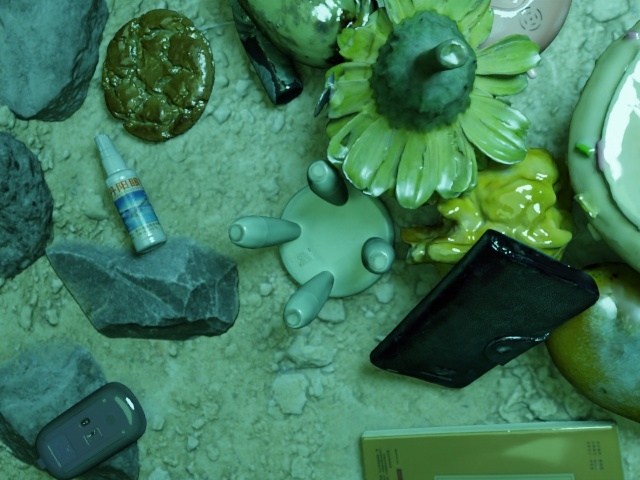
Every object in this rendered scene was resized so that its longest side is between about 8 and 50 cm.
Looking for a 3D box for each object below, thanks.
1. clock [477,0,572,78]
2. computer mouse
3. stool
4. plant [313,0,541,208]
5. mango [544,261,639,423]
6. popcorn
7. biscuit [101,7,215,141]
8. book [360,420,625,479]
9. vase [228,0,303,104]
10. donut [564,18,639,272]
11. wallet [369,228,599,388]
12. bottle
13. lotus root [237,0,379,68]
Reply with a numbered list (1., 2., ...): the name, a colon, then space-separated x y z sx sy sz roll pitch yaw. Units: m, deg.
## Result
1. clock: 0.232 -0.343 0.796 0.227 0.142 0.241 19 102 12
2. computer mouse: -0.418 0.349 1.047 0.232 0.057 0.120 -35 85 11
3. stool: 0.000 0.000 0.847 0.195 0.199 0.195 -35 83 15
4. plant: 0.100 -0.187 0.685 0.261 0.297 0.305 -8 103 36
5. mango: 0.439 0.160 0.774 0.316 0.146 0.193 45 111 0
6. popcorn: 0.240 -0.019 0.795 0.254 0.191 0.190 -16 126 19
7. biscuit: -0.283 -0.283 0.980 0.226 0.042 0.225 1 95 14
8. book: 0.269 0.419 0.890 0.389 0.032 0.268 -6 94 15
9. vase: -0.099 -0.323 0.920 0.060 0.060 0.211 -29 86 14
10. donut: 0.462 -0.088 0.676 0.307 0.150 0.371 -45 83 7
11. wallet: 0.207 0.117 0.774 0.173 0.045 0.318 22 137 -12
12. bottle: -0.339 -0.084 0.998 0.060 0.060 0.217 -28 86 14
13. lotus root: -0.041 -0.379 0.846 0.173 0.173 0.309 -42 78 13
